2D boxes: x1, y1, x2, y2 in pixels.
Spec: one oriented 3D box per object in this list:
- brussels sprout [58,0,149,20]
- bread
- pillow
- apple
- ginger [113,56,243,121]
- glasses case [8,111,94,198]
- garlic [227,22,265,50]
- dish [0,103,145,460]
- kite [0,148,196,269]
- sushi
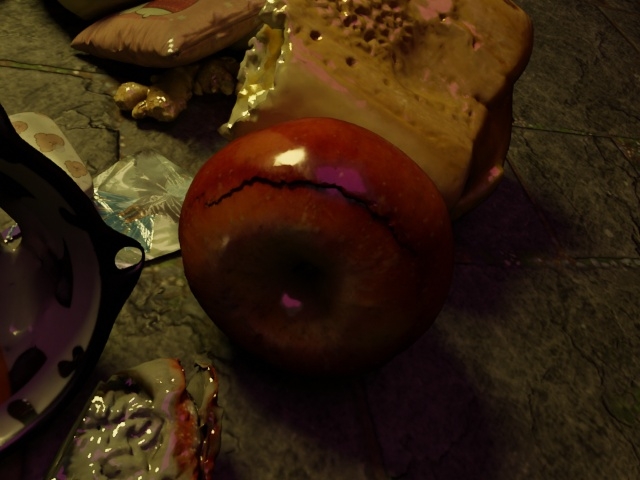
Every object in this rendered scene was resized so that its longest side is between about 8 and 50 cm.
[{"bbox_3d":[-0.329,-0.481,0.769,0.259,0.295,0.227,4,16,43],"label":"brussels sprout"},{"bbox_3d":[0.092,-0.200,0.725,0.394,0.250,0.361,27,75,-14],"label":"bread"},{"bbox_3d":[-0.210,-0.310,0.764,0.236,0.084,0.223,12,41,34],"label":"pillow"},{"bbox_3d":[0.000,0.000,0.532,0.271,0.252,0.206,12,32,8],"label":"apple"},{"bbox_3d":[-0.185,-0.226,0.769,0.193,0.053,0.176,6,39,-3],"label":"ginger"},{"bbox_3d":[-0.321,-0.095,0.607,0.063,0.041,0.164,-23,58,-34],"label":"glasses case"},{"bbox_3d":[-0.125,-0.353,0.855,0.152,0.084,0.066,18,23,33],"label":"garlic"},{"bbox_3d":[-0.312,0.038,0.405,0.303,0.303,0.120,-28,26,-37],"label":"dish"},{"bbox_3d":[-0.262,-0.016,0.594,0.309,0.015,0.169,-29,66,-38],"label":"kite"},{"bbox_3d":[-0.159,0.232,0.360,0.129,0.124,0.332,22,46,-19],"label":"sushi"}]
